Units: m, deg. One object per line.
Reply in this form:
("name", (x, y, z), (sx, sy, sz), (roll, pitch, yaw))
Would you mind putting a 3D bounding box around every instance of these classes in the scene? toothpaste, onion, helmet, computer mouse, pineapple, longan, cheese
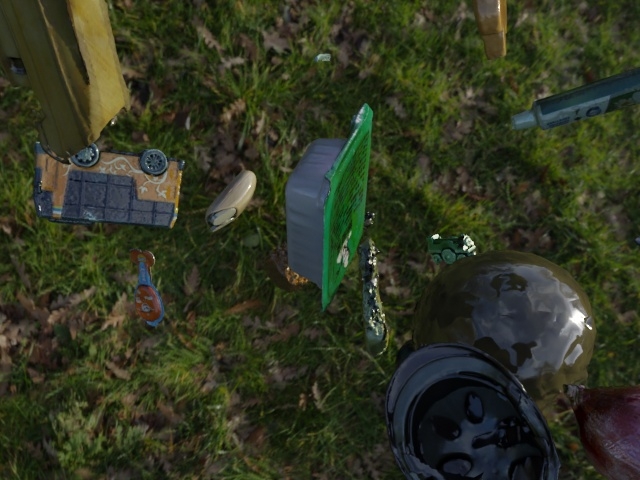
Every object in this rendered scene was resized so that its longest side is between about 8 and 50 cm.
("toothpaste", (0.285, -0.141, 0.558), (0.049, 0.204, 0.032), (40, 45, -48))
("onion", (0.430, 0.267, 0.826), (0.194, 0.160, 0.159), (30, 51, 21))
("helmet", (0.247, 0.318, 0.930), (0.177, 0.224, 0.306), (43, 17, -53))
("computer mouse", (-0.292, -0.130, 1.954), (0.082, 0.145, 0.237), (36, 64, 1))
("pineapple", (0.000, 0.000, 1.349), (0.119, 0.130, 0.277), (34, 59, 31))
("longan", (0.390, 0.208, 1.266), (0.390, 0.391, 0.392), (11, 57, -17))
("cheese", (-0.521, 0.143, 1.750), (0.106, 0.256, 0.037), (5, 23, 18))

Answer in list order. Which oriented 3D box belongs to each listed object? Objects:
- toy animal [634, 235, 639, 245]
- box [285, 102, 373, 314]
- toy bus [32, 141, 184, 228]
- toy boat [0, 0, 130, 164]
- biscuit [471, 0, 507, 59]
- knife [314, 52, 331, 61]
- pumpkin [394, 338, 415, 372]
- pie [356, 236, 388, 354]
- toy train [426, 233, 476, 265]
("toy animal", (0.792, 0.054, 1.362), (0.121, 0.117, 0.210), (-30, 118, -44))
("box", (0.008, -0.059, 1.120), (0.105, 0.337, 0.264), (16, 46, 14))
("toy bus", (-0.499, -0.132, 1.378), (0.323, 0.162, 0.194), (4, 97, -23))
("toy boat", (-0.346, -0.301, 0.704), (0.162, 0.446, 0.136), (14, 50, 8))
("biscuit", (0.291, -0.461, 1.018), (0.052, 0.276, 0.355), (-2, 24, 19))
("knife", (0.010, -0.598, 1.912), (0.015, 0.028, 0.210), (26, 22, 4))
("pumpkin", (0.323, 0.331, 1.679), (0.247, 0.248, 0.248), (11, 57, -17))
("pie", (0.161, 0.172, 1.855), (0.078, 0.296, 0.372), (-6, 89, 2))
("toy train", (0.458, 0.028, 2.046), (0.071, 0.178, 0.105), (-25, 105, -41))
